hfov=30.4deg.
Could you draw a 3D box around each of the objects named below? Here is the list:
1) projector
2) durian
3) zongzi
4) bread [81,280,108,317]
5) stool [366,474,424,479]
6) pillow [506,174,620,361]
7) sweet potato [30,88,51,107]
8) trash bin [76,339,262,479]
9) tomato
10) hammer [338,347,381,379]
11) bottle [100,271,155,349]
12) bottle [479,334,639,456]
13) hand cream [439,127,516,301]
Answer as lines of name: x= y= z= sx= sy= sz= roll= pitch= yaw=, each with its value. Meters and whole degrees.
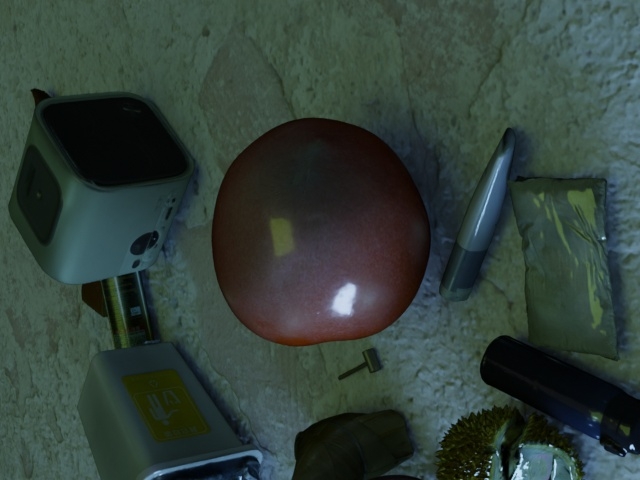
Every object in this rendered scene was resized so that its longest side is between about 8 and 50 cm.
projector: x=-0.407 y=-0.099 z=2.163 sx=0.248 sy=0.248 sz=0.249 roll=53 pitch=135 yaw=28
durian: x=0.231 y=0.319 z=1.556 sx=0.237 sy=0.193 sz=0.138 roll=-64 pitch=30 yaw=18
zongzi: x=-0.014 y=0.349 z=1.794 sx=0.228 sy=0.256 sz=0.115 roll=-24 pitch=92 yaw=51
bread: x=-0.463 y=0.102 z=2.454 sx=0.094 sy=0.035 sz=0.090 roll=29 pitch=121 yaw=44
stool: x=0.088 y=0.486 z=1.685 sx=0.178 sy=0.272 sz=0.272 roll=-39 pitch=69 yaw=50
pillow: x=0.307 y=0.032 z=1.478 sx=0.148 sy=0.050 sz=0.230 roll=4 pitch=105 yaw=55
sweet potato: x=-0.538 y=-0.226 z=2.451 sx=0.265 sy=0.057 sz=0.057 roll=53 pitch=135 yaw=23
trash bin: x=-0.302 y=0.396 z=2.179 sx=0.368 sy=0.255 sz=0.296 roll=55 pitch=138 yaw=36
tomato: x=-0.003 y=-0.015 z=1.636 sx=0.321 sy=0.321 sz=0.322 roll=16 pitch=111 yaw=48
hammer: x=0.058 y=0.202 z=1.856 sx=0.110 sy=0.019 sz=0.036 roll=-37 pitch=70 yaw=54
bottle: x=-0.388 y=0.107 z=2.325 sx=0.082 sy=0.082 sz=0.286 roll=-12 pitch=90 yaw=52
bottle: x=0.311 y=0.196 z=1.491 sx=0.244 sy=0.072 sz=0.082 roll=23 pitch=76 yaw=45
hand cream: x=0.213 y=-0.030 z=1.570 sx=0.048 sy=0.079 sz=0.255 roll=15 pitch=122 yaw=2
